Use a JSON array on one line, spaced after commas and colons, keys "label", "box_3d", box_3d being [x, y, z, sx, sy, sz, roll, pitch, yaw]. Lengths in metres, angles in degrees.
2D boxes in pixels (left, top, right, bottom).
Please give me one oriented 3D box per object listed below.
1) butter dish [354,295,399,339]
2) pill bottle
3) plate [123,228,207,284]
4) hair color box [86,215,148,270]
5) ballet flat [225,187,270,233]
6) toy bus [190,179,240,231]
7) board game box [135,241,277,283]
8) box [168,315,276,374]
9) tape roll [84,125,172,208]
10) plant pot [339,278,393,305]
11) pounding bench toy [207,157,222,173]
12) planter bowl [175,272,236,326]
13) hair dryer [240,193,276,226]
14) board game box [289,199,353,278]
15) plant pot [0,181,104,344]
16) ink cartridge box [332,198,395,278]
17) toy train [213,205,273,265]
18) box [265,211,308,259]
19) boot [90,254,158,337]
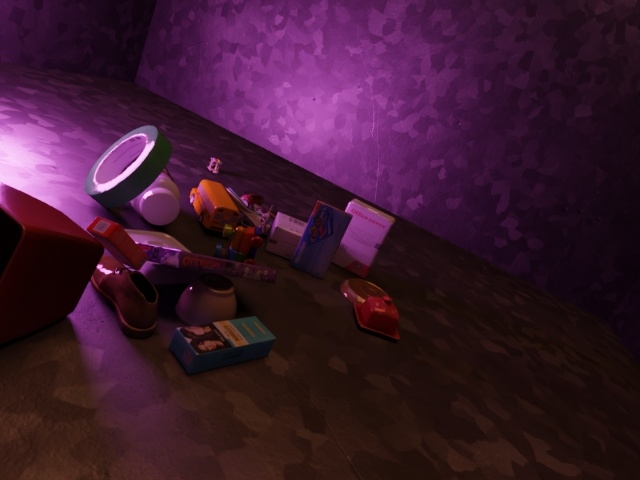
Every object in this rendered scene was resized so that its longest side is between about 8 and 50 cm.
[{"label": "butter dish", "box_3d": [0.214, 0.247, 1.596, 0.160, 0.118, 0.160, 22, 19, -11]}, {"label": "pill bottle", "box_3d": [-0.605, -0.178, 1.644, 0.169, 0.169, 0.301, 10, 23, -37]}, {"label": "plate", "box_3d": [-0.483, 0.038, 1.359, 0.278, 0.045, 0.277, 35, 13, 27]}, {"label": "hair color box", "box_3d": [-0.473, 0.009, 1.070, 0.072, 0.043, 0.141, 18, -30, 23]}, {"label": "ballet flat", "box_3d": [-0.319, -0.114, 1.900, 0.248, 0.086, 0.086, 42, 19, -4]}, {"label": "toy bus", "box_3d": [-0.430, -0.143, 1.825, 0.108, 0.130, 0.332, 12, 23, -33]}, {"label": "board game box", "box_3d": [-0.308, 0.064, 1.254, 0.208, 0.056, 0.347, 13, -3, 36]}, {"label": "box", "box_3d": [-0.235, 0.251, 1.122, 0.101, 0.060, 0.244, 38, 23, 34]}, {"label": "tape roll", "box_3d": [-0.662, -0.257, 1.568, 0.321, 0.321, 0.077, 46, -3, 47]}, {"label": "plant pot", "box_3d": [0.189, 0.214, 1.789, 0.237, 0.032, 0.236, 22, 20, -8]}, {"label": "pounding bench toy", "box_3d": [-0.565, -0.404, 2.456, 0.052, 0.065, 0.083, 12, 23, -33]}, {"label": "planter bowl", "box_3d": [-0.295, 0.157, 1.227, 0.162, 0.109, 0.162, 22, 20, -8]}, {"label": "hair dryer", "box_3d": [-0.278, -0.131, 2.111, 0.224, 0.080, 0.293, 29, 21, -32]}, {"label": "board game box", "box_3d": [0.000, 0.000, 1.739, 0.145, 0.281, 0.027, 23, 18, -5]}, {"label": "plant pot", "box_3d": [-0.628, 0.040, 0.941, 0.267, 0.267, 0.236, 32, 6, 21]}, {"label": "ink cartridge box", "box_3d": [0.170, -0.010, 1.974, 0.207, 0.282, 0.117, 28, 19, 8]}, {"label": "toy train", "box_3d": [-0.266, -0.027, 1.547, 0.144, 0.247, 0.105, 14, 21, -15]}, {"label": "box", "box_3d": [-0.118, -0.010, 1.871, 0.181, 0.119, 0.182, 21, 20, -11]}, {"label": "boot", "box_3d": [-0.483, 0.103, 1.134, 0.112, 0.115, 0.305, -1, 30, -48]}]
